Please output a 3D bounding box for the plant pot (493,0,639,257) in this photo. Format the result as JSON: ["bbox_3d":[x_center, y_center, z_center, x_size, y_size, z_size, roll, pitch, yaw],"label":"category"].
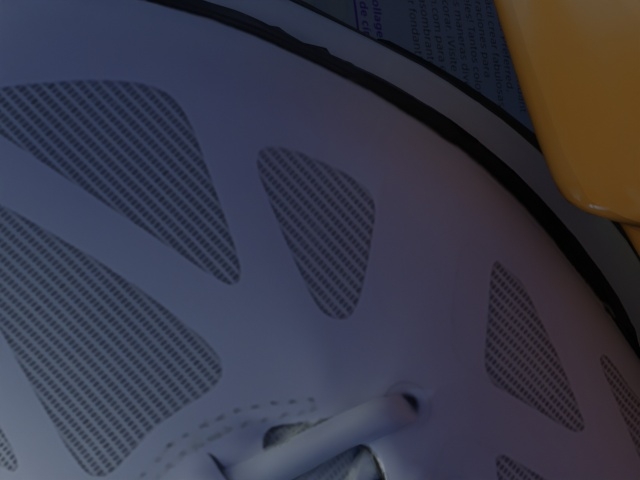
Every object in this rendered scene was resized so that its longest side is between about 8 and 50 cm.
[{"bbox_3d":[0.162,-0.002,0.399,0.205,0.205,0.188,-162,52,-72],"label":"plant pot"}]

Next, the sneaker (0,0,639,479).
[{"bbox_3d":[0.053,0.119,0.401,0.169,0.447,0.257,-44,19,14],"label":"sneaker"}]

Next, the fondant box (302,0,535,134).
[{"bbox_3d":[0.001,0.012,0.664,0.096,0.330,0.238,-11,83,42],"label":"fondant box"}]
